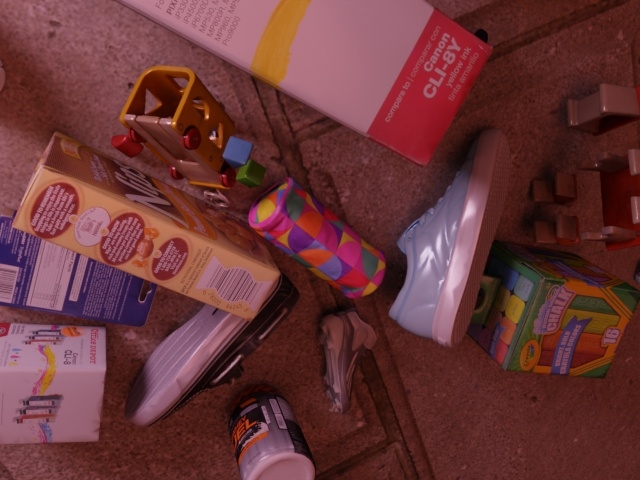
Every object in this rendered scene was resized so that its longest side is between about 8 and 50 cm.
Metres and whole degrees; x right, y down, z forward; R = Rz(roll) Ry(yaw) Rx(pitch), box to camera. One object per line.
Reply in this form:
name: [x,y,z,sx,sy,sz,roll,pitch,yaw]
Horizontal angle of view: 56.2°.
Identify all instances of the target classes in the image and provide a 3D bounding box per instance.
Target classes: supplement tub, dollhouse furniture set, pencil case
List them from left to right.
supplement tub: [-0.087,0.332,0.993,0.117,0.190,0.117,-7,113,-17]
pencil case: [0.000,0.000,0.939,0.236,0.104,0.104,38,96,-30]
dollhouse furniture set: [0.492,-0.115,0.982,0.135,0.262,0.259,6,79,-23]

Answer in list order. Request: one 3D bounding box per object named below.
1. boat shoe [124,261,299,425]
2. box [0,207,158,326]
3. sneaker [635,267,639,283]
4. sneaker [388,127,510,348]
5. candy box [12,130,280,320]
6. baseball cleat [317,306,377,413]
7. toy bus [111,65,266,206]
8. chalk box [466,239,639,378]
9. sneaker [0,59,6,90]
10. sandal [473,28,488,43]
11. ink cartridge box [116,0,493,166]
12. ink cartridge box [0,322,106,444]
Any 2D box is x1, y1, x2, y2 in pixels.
boat shoe: [-0.162,0.178,0.941,0.335,0.121,0.119,-45,122,5]
box: [-0.350,0.045,0.868,0.225,0.036,0.136,15,107,-22]
sneaker: [0.700,0.054,1.233,0.098,0.038,0.069,-6,115,-17]
sneaker: [0.201,-0.019,0.982,0.135,0.150,0.366,32,75,-62]
candy box: [-0.223,-0.019,0.801,0.316,0.183,0.087,27,101,-27]
baseball cleat: [0.055,0.215,1.062,0.109,0.072,0.206,-17,120,-19]
toy bus: [-0.167,-0.145,0.808,0.191,0.202,0.104,25,72,-19]
chalk box: [0.372,0.117,1.067,0.289,0.179,0.180,7,109,-22]
sneaker: [-0.458,-0.258,0.659,0.103,0.111,0.252,-36,118,-2]
sandal: [0.184,-0.256,0.910,0.040,0.067,0.179,42,97,-17]
ink cartridge box: [-0.041,-0.266,0.703,0.385,0.279,0.160,23,105,-26]
ink cartridge box: [-0.403,0.204,0.865,0.176,0.128,0.127,6,110,-22]
